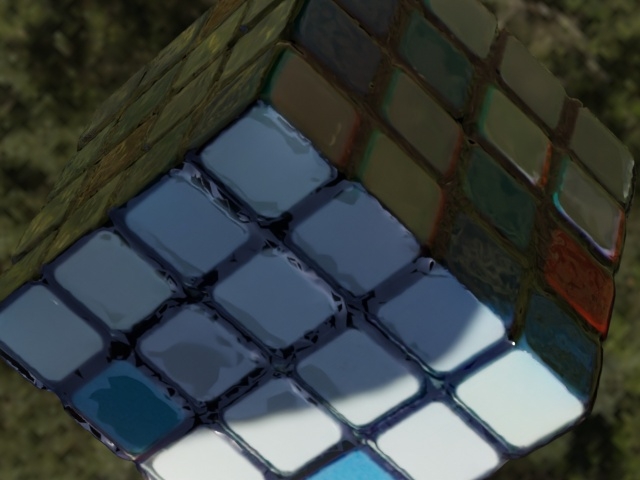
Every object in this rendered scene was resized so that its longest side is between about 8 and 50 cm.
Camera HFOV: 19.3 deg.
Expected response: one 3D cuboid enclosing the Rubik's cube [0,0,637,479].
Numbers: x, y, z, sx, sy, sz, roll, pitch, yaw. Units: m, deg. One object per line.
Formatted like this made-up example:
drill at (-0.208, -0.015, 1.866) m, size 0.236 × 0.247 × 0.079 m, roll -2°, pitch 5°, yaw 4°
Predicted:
Rubik's cube at (0.000, 0.000, 0.661) m, size 0.155 × 0.154 × 0.151 m, roll 43°, pitch -146°, yaw -15°
